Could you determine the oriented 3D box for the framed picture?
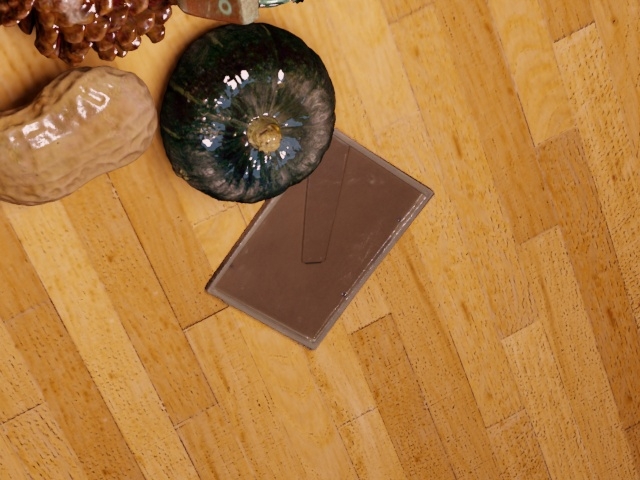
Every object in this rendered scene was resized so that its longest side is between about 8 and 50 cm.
[{"bbox_3d":[0.000,0.000,2.216,0.189,0.023,0.260,30,102,-32],"label":"framed picture"}]

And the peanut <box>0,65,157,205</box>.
[{"bbox_3d":[-0.290,-0.111,1.957,0.233,0.110,0.197,-29,166,-3],"label":"peanut"}]

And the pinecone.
[{"bbox_3d":[-0.243,-0.270,1.883,0.185,0.169,0.212,-14,145,34],"label":"pinecone"}]

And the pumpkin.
[{"bbox_3d":[-0.080,-0.142,2.030,0.211,0.152,0.212,-11,110,-31],"label":"pumpkin"}]

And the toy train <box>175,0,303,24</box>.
[{"bbox_3d":[-0.046,-0.337,1.884,0.326,0.159,0.129,-39,130,-39],"label":"toy train"}]
